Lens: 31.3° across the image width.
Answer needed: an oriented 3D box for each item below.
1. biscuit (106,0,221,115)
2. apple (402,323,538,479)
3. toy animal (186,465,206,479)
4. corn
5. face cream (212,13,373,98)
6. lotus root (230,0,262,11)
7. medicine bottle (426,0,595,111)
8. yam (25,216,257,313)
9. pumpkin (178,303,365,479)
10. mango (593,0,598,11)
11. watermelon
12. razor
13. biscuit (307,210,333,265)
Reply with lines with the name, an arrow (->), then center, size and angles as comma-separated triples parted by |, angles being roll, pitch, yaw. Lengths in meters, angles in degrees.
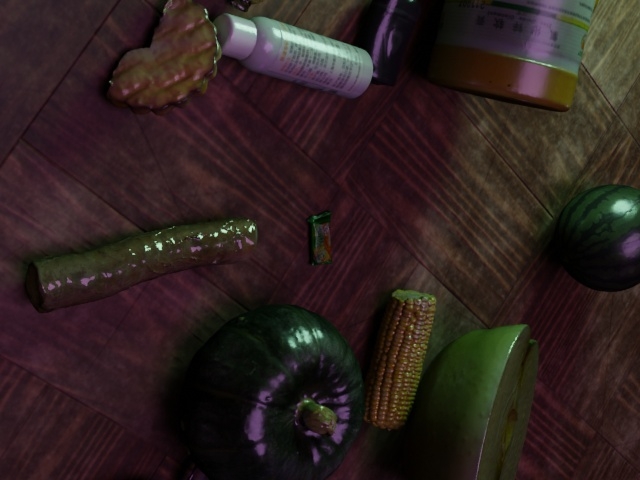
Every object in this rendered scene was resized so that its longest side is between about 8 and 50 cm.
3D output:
biscuit -> -0.202, -0.234, 1.547 | 0.118, 0.061, 0.183 | 37, 76, 1
apple -> 0.294, 0.326, 2.000 | 0.311, 0.320, 0.360 | 17, 80, -24
toy animal -> -0.253, 0.408, 1.707 | 0.324, 0.090, 0.195 | -47, 153, -25
corn -> 0.133, 0.203, 1.960 | 0.093, 0.093, 0.244 | 10, 97, -42
face cream -> -0.043, -0.271, 1.661 | 0.269, 0.082, 0.082 | 11, 97, -41
lotus root -> -0.082, -0.392, 1.601 | 0.072, 0.063, 0.152 | 14, 99, -32
medicine bottle -> 0.307, -0.340, 1.828 | 0.238, 0.238, 0.232 | 6, 100, -41
yam -> -0.242, 0.029, 1.598 | 0.356, 0.081, 0.081 | -13, 112, -37
pumpkin -> -0.066, 0.248, 1.721 | 0.300, 0.207, 0.300 | -9, 104, -38
mango -> 0.414, -0.416, 1.995 | 0.163, 0.089, 0.111 | -19, 117, -26
watermelon -> 0.547, -0.004, 2.164 | 0.212, 0.212, 0.212 | -14, 113, -36
razor -> 0.102, -0.316, 1.785 | 0.090, 0.054, 0.148 | 14, 96, -42
biscuit -> 0.000, 0.000, 1.831 | 0.046, 0.016, 0.089 | -16, 114, -36
